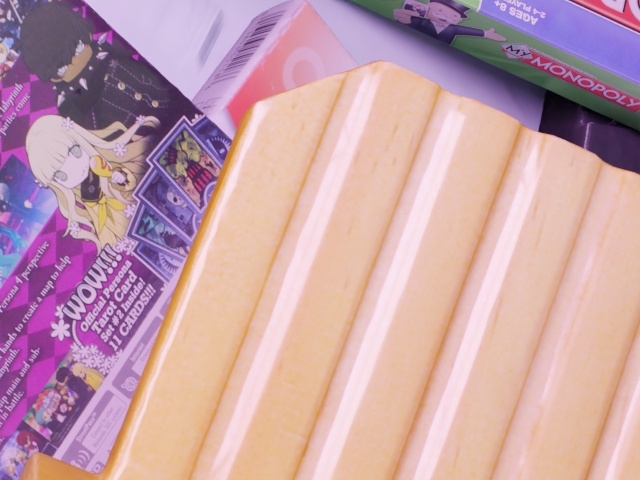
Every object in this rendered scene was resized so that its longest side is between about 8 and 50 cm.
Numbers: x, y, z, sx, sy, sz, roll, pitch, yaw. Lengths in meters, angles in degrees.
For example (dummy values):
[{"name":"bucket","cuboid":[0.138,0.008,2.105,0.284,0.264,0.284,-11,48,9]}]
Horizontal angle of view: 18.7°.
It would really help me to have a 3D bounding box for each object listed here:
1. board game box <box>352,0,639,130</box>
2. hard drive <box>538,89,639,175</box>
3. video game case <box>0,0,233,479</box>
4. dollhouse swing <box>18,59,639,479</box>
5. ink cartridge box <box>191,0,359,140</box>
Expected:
[{"name":"board game box","cuboid":[0.162,-0.170,1.025,0.317,0.046,0.213,22,64,-16]},{"name":"hard drive","cuboid":[0.283,-0.053,1.116,0.339,0.064,0.237,21,66,-21]},{"name":"video game case","cuboid":[-0.112,0.040,0.777,0.210,0.042,0.232,43,68,-28]},{"name":"dollhouse swing","cuboid":[0.079,0.123,0.662,0.347,0.315,0.305,24,92,-10]},{"name":"ink cartridge box","cuboid":[0.000,0.000,0.915,0.179,0.045,0.145,48,54,-21]}]
